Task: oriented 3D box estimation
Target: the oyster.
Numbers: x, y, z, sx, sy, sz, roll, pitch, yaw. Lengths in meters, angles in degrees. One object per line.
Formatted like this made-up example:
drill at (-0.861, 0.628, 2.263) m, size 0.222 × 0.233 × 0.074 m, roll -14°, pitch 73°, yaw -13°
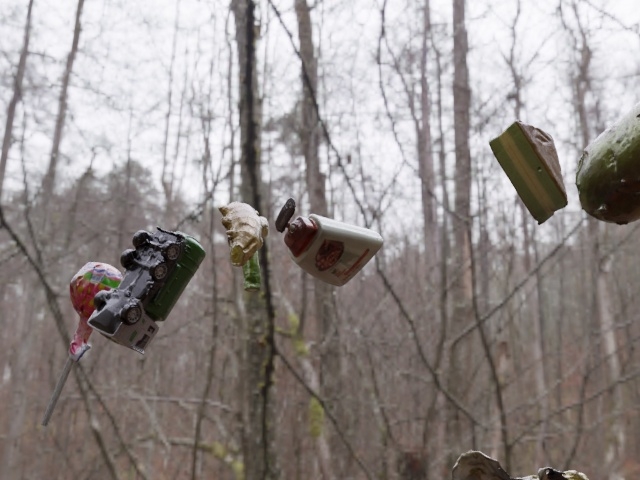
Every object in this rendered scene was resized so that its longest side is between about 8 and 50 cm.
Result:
oyster at (0.458, 0.575, 1.842) m, size 0.351 × 0.115 × 0.238 m, roll -2°, pitch -58°, yaw -14°

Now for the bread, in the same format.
bread at (0.325, -0.106, 1.268) m, size 0.084 × 0.139 × 0.074 m, roll 16°, pitch -35°, yaw -29°

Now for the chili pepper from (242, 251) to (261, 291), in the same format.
chili pepper at (-0.164, 0.030, 1.887) m, size 0.050 × 0.202 × 0.052 m, roll 20°, pitch -43°, yaw -32°

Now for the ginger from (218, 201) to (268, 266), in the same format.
ginger at (-0.168, -0.028, 1.753) m, size 0.081 × 0.115 × 0.205 m, roll -20°, pitch 18°, yaw 13°

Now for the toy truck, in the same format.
toy truck at (-0.312, 0.085, 1.490) m, size 0.101 × 0.242 × 0.125 m, roll 17°, pitch -22°, yaw 37°

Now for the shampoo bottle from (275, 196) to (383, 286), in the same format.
shampoo bottle at (0.000, 0.000, 1.673) m, size 0.153 × 0.071 × 0.284 m, roll -45°, pitch -37°, yaw 13°

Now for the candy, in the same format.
candy at (-0.526, 0.222, 1.742) m, size 0.124 × 0.365 × 0.124 m, roll 21°, pitch -7°, yaw 3°

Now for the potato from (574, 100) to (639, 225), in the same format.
potato at (0.490, -0.141, 1.144) m, size 0.298 × 0.141 × 0.176 m, roll -43°, pitch -2°, yaw 18°
